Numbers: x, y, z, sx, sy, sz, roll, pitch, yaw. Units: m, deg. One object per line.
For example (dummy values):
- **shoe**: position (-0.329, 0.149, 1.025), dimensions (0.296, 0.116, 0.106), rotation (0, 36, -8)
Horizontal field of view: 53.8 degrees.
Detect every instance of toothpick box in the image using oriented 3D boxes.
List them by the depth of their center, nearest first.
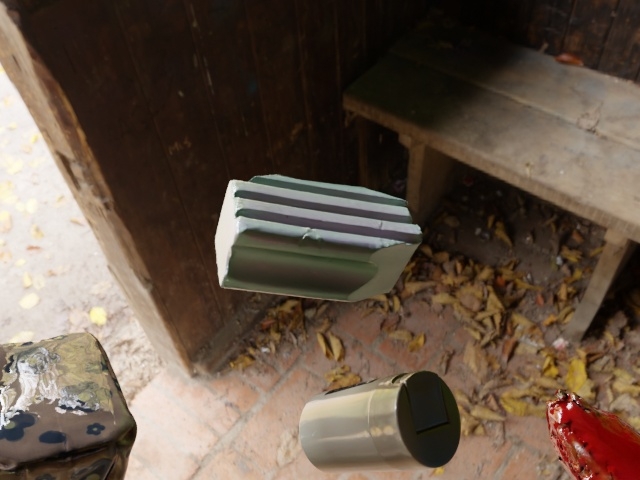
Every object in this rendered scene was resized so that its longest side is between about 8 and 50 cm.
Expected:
- **toothpick box**: position (0.070, 0.227, 0.773), dimensions (0.111, 0.181, 0.111), rotation (18, 61, -35)

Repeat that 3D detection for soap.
- **soap**: position (0.000, 0.000, 0.740), dimensions (0.231, 0.091, 0.145), rotation (9, 31, -18)

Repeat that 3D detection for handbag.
- **handbag**: position (-0.361, 0.268, 0.841), dimensions (0.190, 0.193, 0.251), rotation (-8, 31, -30)

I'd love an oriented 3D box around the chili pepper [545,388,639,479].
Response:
- **chili pepper**: position (0.262, 0.261, 0.381), dimensions (0.110, 0.110, 0.387), rotation (-24, 69, -14)
